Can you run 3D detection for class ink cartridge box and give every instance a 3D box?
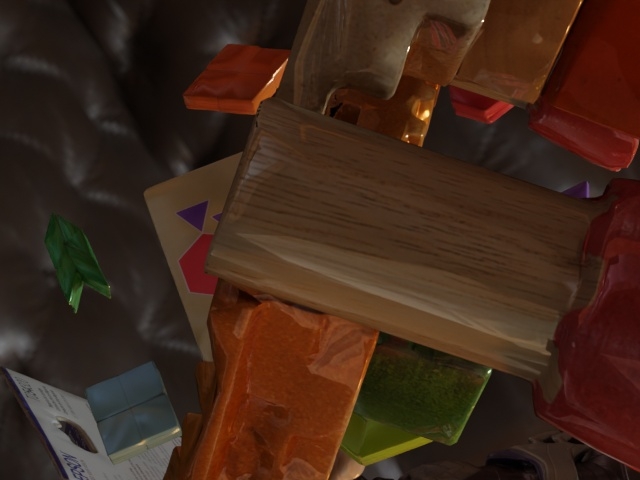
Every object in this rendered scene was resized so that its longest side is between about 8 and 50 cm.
[{"bbox_3d":[-0.108,0.229,1.532,0.330,0.071,0.324,23,3,-21],"label":"ink cartridge box"}]

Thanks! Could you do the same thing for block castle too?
[{"bbox_3d":[0.098,-0.039,0.714,0.212,0.303,0.453,18,45,1],"label":"block castle"}]

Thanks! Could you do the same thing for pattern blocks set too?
[{"bbox_3d":[0.000,0.000,1.101,0.026,0.324,0.285,75,2,-64],"label":"pattern blocks set"}]

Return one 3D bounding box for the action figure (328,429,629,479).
[{"bbox_3d":[0.065,0.187,1.282,0.285,0.185,0.099,-1,36,-19],"label":"action figure"}]
